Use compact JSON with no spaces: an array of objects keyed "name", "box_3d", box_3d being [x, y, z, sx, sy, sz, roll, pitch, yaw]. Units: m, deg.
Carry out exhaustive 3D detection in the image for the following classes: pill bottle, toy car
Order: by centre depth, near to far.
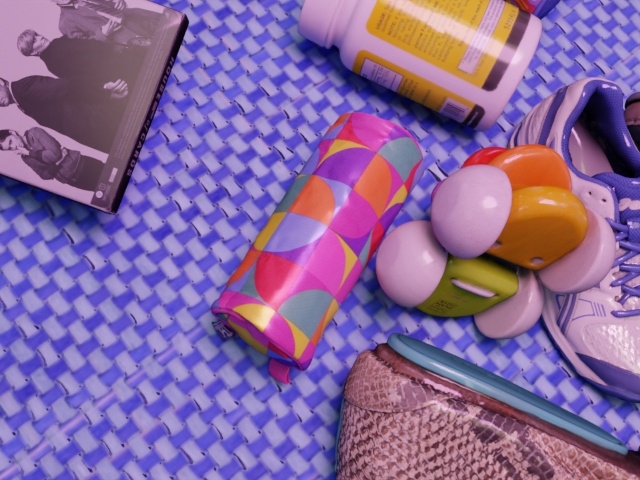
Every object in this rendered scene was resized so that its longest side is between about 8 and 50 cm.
[{"name":"toy car","box_3d":[0.141,-0.009,0.634,0.159,0.182,0.136,19,46,-25]},{"name":"pill bottle","box_3d":[0.092,-0.200,0.711,0.208,0.119,0.119,26,70,0]}]

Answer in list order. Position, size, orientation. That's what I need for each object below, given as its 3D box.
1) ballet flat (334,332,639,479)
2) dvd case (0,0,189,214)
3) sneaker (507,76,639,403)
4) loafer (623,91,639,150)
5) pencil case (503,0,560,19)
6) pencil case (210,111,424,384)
[{"name":"ballet flat","box_3d":[0.241,0.221,0.593,0.483,0.164,0.182,16,92,3]},{"name":"dvd case","box_3d":[-0.253,-0.144,0.615,0.239,0.029,0.179,20,86,0]},{"name":"sneaker","box_3d":[0.253,-0.003,0.664,0.112,0.131,0.296,-14,76,-14]},{"name":"loafer","box_3d":[0.394,-0.049,0.705,0.267,0.096,0.084,26,84,-14]},{"name":"pencil case","box_3d":[0.134,-0.337,0.759,0.306,0.133,0.119,39,83,6]},{"name":"pencil case","box_3d":[0.000,0.000,0.646,0.104,0.104,0.236,32,72,3]}]
